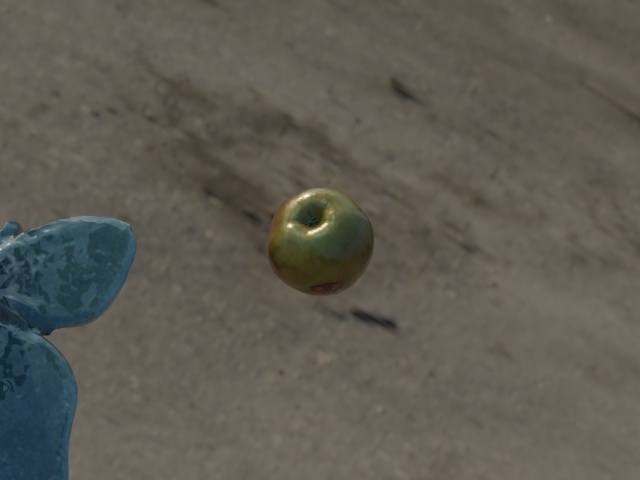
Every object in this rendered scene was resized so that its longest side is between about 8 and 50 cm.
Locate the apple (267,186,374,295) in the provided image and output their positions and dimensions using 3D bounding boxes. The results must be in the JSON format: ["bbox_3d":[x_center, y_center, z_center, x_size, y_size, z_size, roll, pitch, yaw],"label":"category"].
[{"bbox_3d":[0.000,0.000,1.263,0.084,0.084,0.071,39,-17,20],"label":"apple"}]

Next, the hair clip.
[{"bbox_3d":[-0.369,0.059,1.482,0.392,0.238,0.318,38,53,-13],"label":"hair clip"}]
